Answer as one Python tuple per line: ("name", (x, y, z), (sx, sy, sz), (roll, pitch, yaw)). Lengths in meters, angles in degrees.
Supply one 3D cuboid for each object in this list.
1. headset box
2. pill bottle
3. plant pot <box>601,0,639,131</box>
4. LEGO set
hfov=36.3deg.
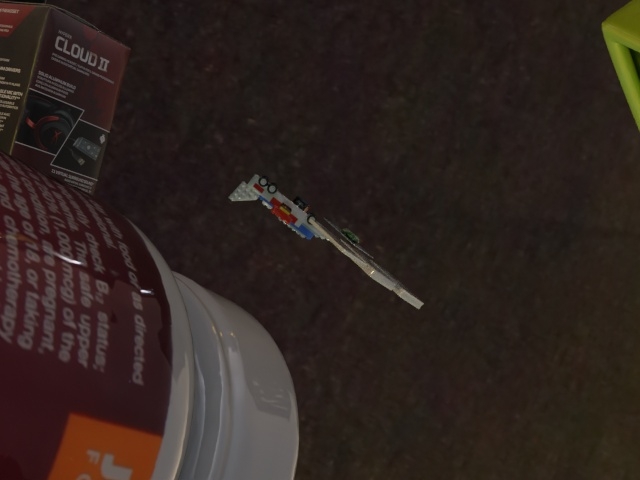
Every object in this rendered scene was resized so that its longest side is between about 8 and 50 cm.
("headset box", (-0.304, -0.084, 0.848), (0.110, 0.218, 0.293), (20, 82, -61))
("pill bottle", (-0.195, 0.054, 0.398), (0.392, 0.224, 0.224), (31, 82, -49))
("plant pot", (0.397, -0.121, 0.780), (0.207, 0.228, 0.227), (-40, 129, -1))
("LEGO set", (0.000, 0.000, 1.223), (0.060, 0.244, 0.182), (-51, 137, 5))
